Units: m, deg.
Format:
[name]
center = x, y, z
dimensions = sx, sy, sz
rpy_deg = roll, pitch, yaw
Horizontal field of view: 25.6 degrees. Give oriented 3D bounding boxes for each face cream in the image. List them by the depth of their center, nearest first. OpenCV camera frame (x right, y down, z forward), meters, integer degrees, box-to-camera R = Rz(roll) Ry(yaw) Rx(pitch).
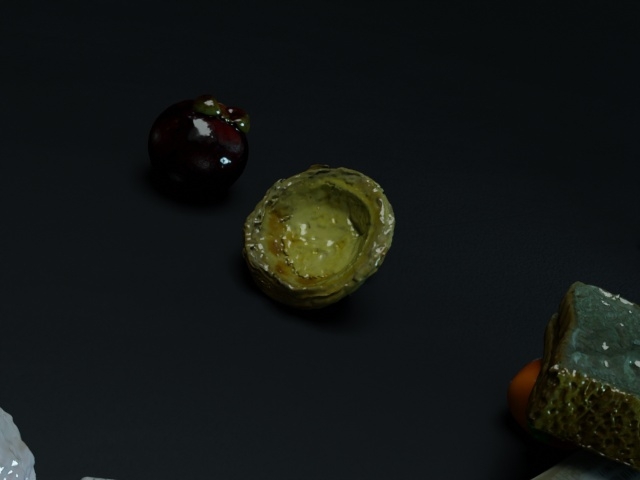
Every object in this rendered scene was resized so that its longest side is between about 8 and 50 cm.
[face cream]
center = 0.358, 0.274, 1.663
dimensions = 0.137, 0.084, 0.341
rpy_deg = 39, 33, 20

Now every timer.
[timer]
center = 0.291, 0.209, 1.742
dimensions = 0.136, 0.099, 0.136
rpy_deg = 2, 34, -1

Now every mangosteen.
[mangosteen]
center = -0.171, -0.143, 2.013
dimensions = 0.152, 0.152, 0.152
rpy_deg = 13, 31, -8

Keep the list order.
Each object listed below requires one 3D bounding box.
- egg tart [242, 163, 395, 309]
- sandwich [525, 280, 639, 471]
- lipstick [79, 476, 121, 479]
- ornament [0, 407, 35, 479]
[egg tart]
center = -0.001, 0.000, 1.879
dimensions = 0.213, 0.090, 0.212
rpy_deg = -6, 66, 13
[sandwich]
center = 0.405, 0.179, 1.664
dimensions = 0.301, 0.099, 0.271
rpy_deg = 23, 30, 3
[lipstick]
center = -0.181, 0.270, 1.452
dimensions = 0.141, 0.040, 0.040
rpy_deg = 10, 32, -15
[ornament]
center = -0.371, 0.230, 1.223
dimensions = 0.259, 0.259, 0.225
rpy_deg = 37, -6, 29
